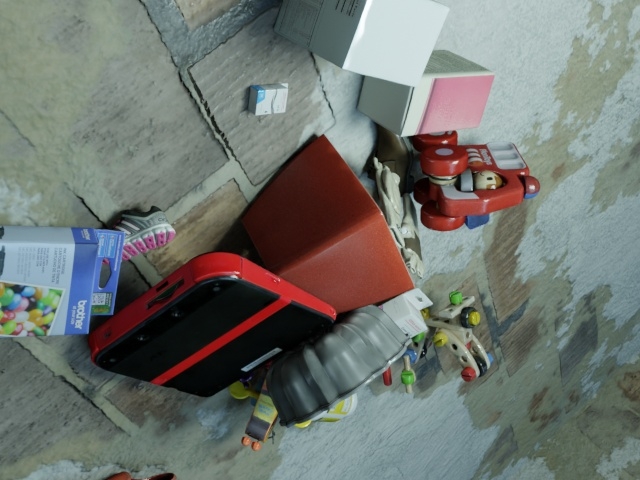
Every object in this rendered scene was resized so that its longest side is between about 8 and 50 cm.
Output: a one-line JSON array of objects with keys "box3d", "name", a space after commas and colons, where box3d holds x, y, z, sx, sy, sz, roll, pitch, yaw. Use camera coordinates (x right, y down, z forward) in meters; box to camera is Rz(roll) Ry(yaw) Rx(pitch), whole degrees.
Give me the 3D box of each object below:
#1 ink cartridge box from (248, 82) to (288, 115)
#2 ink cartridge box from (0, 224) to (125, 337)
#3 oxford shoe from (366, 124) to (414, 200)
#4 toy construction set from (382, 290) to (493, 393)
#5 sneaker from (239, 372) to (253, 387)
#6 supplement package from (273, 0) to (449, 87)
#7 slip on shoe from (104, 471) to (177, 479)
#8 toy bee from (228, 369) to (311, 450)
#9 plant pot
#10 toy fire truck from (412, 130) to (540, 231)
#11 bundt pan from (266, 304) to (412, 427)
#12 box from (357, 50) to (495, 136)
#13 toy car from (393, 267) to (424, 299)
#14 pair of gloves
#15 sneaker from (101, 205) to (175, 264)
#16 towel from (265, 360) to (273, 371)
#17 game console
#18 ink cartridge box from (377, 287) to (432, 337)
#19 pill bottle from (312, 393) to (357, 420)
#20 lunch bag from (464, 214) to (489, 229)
[{"box3d": [-0.090, -0.262, 1.326, 0.083, 0.028, 0.048, -14, 128, -35], "name": "ink cartridge box"}, {"box3d": [-0.477, 0.068, 1.159, 0.311, 0.065, 0.185, 0, 120, -30], "name": "ink cartridge box"}, {"box3d": [0.149, -0.170, 1.571, 0.096, 0.083, 0.227, -28, 134, -17], "name": "oxford shoe"}, {"box3d": [0.304, 0.254, 1.962, 0.309, 0.257, 0.237, -18, 114, -18], "name": "toy construction set"}, {"box3d": [-0.167, 0.213, 1.561, 0.083, 0.098, 0.223, -19, 131, -31], "name": "sneaker"}, {"box3d": [0.068, -0.381, 1.244, 0.194, 0.203, 0.149, 2, 118, -42], "name": "supplement package"}, {"box3d": [-0.454, 0.557, 1.570, 0.331, 0.123, 0.101, 14, 77, -41], "name": "slip on shoe"}, {"box3d": [-0.116, 0.407, 1.675, 0.162, 0.195, 0.298, -55, 145, -58], "name": "toy bee"}, {"box3d": [0.000, 0.000, 1.446, 0.236, 0.267, 0.267, -31, 138, -2], "name": "plant pot"}, {"box3d": [0.339, -0.144, 1.580, 0.254, 0.302, 0.169, -4, 119, 1], "name": "toy fire truck"}, {"box3d": [0.020, 0.244, 1.501, 0.331, 0.124, 0.331, -34, -179, 0], "name": "bundt pan"}, {"box3d": [0.216, -0.306, 1.475, 0.232, 0.149, 0.126, -12, 128, -35], "name": "box"}, {"box3d": [0.237, 0.128, 1.896, 0.122, 0.060, 0.040, -36, 170, -6], "name": "toy car"}, {"box3d": [0.166, -0.041, 1.517, 0.042, 0.204, 0.240, -15, 146, 18], "name": "pair of gloves"}, {"box3d": [-0.344, -0.013, 1.265, 0.171, 0.074, 0.063, -19, 153, -2], "name": "sneaker"}, {"box3d": [-0.053, 0.243, 1.740, 0.199, 0.031, 0.274, -33, 137, -18], "name": "towel"}, {"box3d": [-0.212, 0.176, 1.387, 0.387, 0.060, 0.342, -33, 141, 25], "name": "game console"}, {"box3d": [0.195, 0.210, 1.852, 0.198, 0.067, 0.115, -30, 142, 15], "name": "ink cartridge box"}, {"box3d": [0.011, 0.403, 1.833, 0.119, 0.119, 0.208, -53, 151, 3], "name": "pill bottle"}, {"box3d": [0.397, -0.087, 1.869, 0.067, 0.065, 0.098, -19, 134, -11], "name": "lunch bag"}]
